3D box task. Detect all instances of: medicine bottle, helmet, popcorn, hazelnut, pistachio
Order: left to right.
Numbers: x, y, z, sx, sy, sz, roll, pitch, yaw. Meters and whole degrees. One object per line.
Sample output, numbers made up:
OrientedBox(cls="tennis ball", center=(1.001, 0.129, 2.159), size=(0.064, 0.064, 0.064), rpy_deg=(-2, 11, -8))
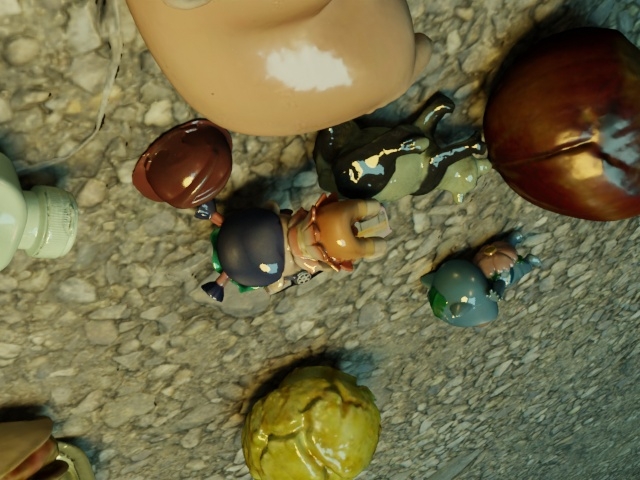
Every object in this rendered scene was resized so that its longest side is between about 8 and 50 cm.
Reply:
OrientedBox(cls="medicine bottle", center=(-0.324, -0.025, 0.663), size=(0.229, 0.083, 0.121), rpy_deg=(7, 128, -39))
OrientedBox(cls="pistachio", center=(-0.409, 0.285, 0.928), size=(0.215, 0.144, 0.144), rpy_deg=(-23, 145, -31))
OrientedBox(cls="helmet", center=(-0.128, -0.061, 0.784), size=(0.111, 0.057, 0.089), rpy_deg=(-39, 146, 11))
OrientedBox(cls="popcorn", center=(-0.016, 0.293, 1.190), size=(0.204, 0.183, 0.221), rpy_deg=(20, 122, -41))
OrientedBox(cls="hazelnut", center=(0.291, -0.130, 0.900), size=(0.229, 0.229, 0.229), rpy_deg=(-20, 143, -16))

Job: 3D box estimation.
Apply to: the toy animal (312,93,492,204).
OrientedBox(cls="toy animal", center=(0.098, -0.093, 0.878), size=(0.225, 0.094, 0.121), rpy_deg=(-4, 137, -33))

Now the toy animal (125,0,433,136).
OrientedBox(cls="toy animal", center=(-0.034, -0.193, 0.583), size=(0.213, 0.195, 0.256), rpy_deg=(-35, 142, -8))

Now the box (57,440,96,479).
OrientedBox(cls="box", center=(-0.441, 0.419, 1.040), size=(0.312, 0.175, 0.182), rpy_deg=(-19, 153, -25))

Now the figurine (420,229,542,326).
OrientedBox(cls="figurine", center=(0.244, 0.070, 1.179), size=(0.178, 0.114, 0.144), rpy_deg=(-34, 147, -10))

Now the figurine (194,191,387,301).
OrientedBox(cls="figurine", center=(-0.039, -0.004, 0.836), size=(0.195, 0.111, 0.102), rpy_deg=(-15, 170, 32))

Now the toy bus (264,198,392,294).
OrientedBox(cls="toy bus", center=(0.000, 0.000, 0.953), size=(0.172, 0.057, 0.072), rpy_deg=(-26, 138, -9))
